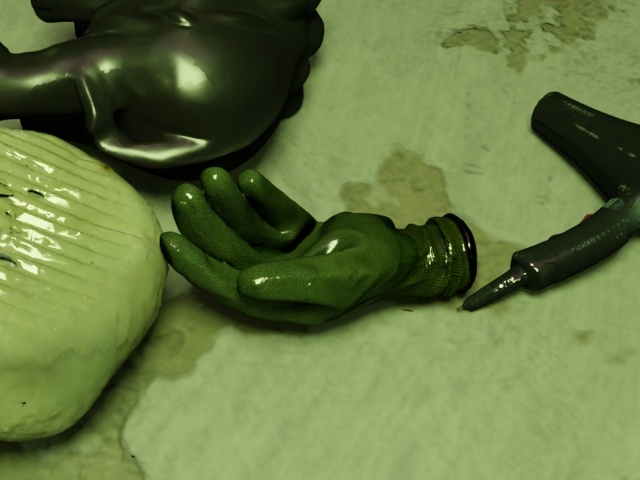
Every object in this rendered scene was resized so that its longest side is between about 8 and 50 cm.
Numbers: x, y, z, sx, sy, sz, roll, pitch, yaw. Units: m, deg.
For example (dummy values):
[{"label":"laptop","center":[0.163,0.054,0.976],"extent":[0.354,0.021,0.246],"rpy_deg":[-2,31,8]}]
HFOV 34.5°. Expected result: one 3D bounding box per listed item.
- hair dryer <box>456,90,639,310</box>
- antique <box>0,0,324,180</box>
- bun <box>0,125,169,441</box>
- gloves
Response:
[{"label":"hair dryer","center":[0.214,-0.027,0.912],"extent":[0.271,0.091,0.235],"rpy_deg":[-31,48,-22]},{"label":"antique","center":[-0.135,-0.173,0.943],"extent":[0.255,0.185,0.322],"rpy_deg":[5,46,8]},{"label":"bun","center":[-0.253,0.029,0.769],"extent":[0.272,0.168,0.273],"rpy_deg":[12,47,-14]},{"label":"gloves","center":[0.000,0.013,0.826],"extent":[0.268,0.107,0.135],"rpy_deg":[10,22,-25]}]
